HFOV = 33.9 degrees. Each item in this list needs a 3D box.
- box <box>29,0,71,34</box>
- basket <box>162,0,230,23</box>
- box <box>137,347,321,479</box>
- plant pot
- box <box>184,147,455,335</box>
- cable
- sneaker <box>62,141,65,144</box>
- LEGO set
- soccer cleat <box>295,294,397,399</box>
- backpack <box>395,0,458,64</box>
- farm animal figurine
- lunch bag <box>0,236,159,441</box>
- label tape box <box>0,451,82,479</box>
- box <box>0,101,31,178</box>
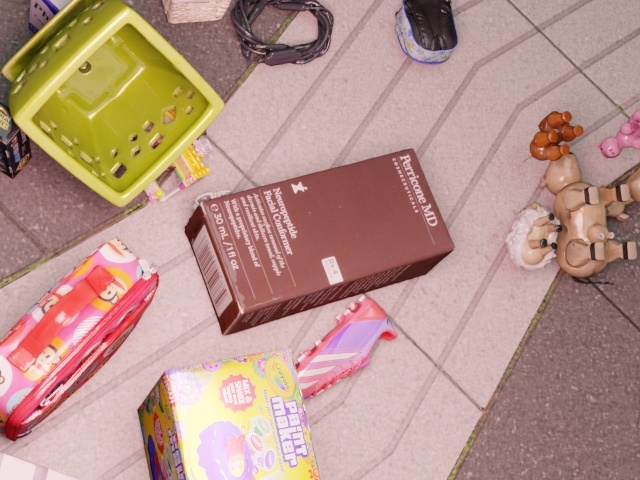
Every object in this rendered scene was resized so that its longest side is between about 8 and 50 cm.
[{"bbox_3d":[-0.396,-0.349,1.675,0.126,0.137,0.072,45,64,2],"label":"box"},{"bbox_3d":[-0.222,-0.462,1.793,0.113,0.103,0.167,-9,73,-20],"label":"basket"},{"bbox_3d":[-0.122,0.329,1.434,0.177,0.279,0.290,-8,73,-21],"label":"box"},{"bbox_3d":[-0.317,-0.226,1.536,0.227,0.207,0.228,-44,132,2],"label":"plant pot"},{"bbox_3d":[0.000,0.000,1.675,0.381,0.143,0.191,-16,76,-24],"label":"box"},{"bbox_3d":[-0.065,-0.379,1.850,0.185,0.047,0.150,-16,71,-20],"label":"cable"},{"bbox_3d":[-0.386,-0.161,1.671,0.083,0.031,0.035,13,61,-23],"label":"sneaker"},{"bbox_3d":[-0.246,-0.164,1.698,0.132,0.107,0.287,6,59,-53],"label":"LEGO set"},{"bbox_3d":[0.021,0.189,1.645,0.095,0.083,0.248,47,61,-2],"label":"soccer cleat"},{"bbox_3d":[0.193,-0.374,1.903,0.105,0.084,0.114,-6,67,-19],"label":"backpack"},{"bbox_3d":[0.477,-0.078,1.852,0.330,0.172,0.326,15,79,-21],"label":"farm animal figurine"},{"bbox_3d":[-0.352,0.129,1.445,0.120,0.258,0.293,41,64,1],"label":"lunch bag"},{"bbox_3d":[-0.345,0.423,1.327,0.334,0.106,0.240,35,58,-43],"label":"label tape box"},{"bbox_3d":[-0.534,-0.193,1.550,0.220,0.175,0.051,34,71,-3],"label":"box"}]
